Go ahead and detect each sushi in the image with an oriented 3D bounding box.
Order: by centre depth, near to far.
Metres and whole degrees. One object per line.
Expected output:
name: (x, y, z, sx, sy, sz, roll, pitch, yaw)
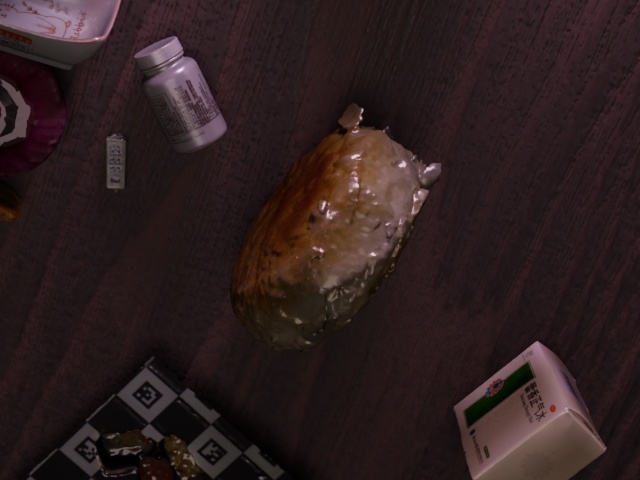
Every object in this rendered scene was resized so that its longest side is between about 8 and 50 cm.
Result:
sushi: (-0.236, 0.380, 1.912, 0.343, 0.064, 0.359, 43, 105, -12)

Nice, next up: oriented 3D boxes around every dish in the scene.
dish: (-0.364, -0.282, 1.615, 0.212, 0.151, 0.077, 16, 128, -8)

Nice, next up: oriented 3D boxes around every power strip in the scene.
power strip: (-0.274, -0.102, 1.751, 0.027, 0.017, 0.083, 3, 109, -2)

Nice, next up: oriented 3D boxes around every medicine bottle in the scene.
medicine bottle: (-0.183, -0.188, 1.688, 0.079, 0.079, 0.140, -24, 110, 6)

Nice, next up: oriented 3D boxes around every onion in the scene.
onion: (-0.411, -0.165, 1.652, 0.177, 0.153, 0.177, -9, 120, -16)

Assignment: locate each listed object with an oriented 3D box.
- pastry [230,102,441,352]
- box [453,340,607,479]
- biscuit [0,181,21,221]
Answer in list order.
pastry: (0.000, 0.000, 1.652, 0.136, 0.329, 0.329, 36, 105, -16)
box: (0.286, 0.259, 1.808, 0.168, 0.212, 0.095, -39, 107, 11)
biscuit: (-0.491, -0.103, 1.686, 0.247, 0.118, 0.029, 38, 99, -14)
